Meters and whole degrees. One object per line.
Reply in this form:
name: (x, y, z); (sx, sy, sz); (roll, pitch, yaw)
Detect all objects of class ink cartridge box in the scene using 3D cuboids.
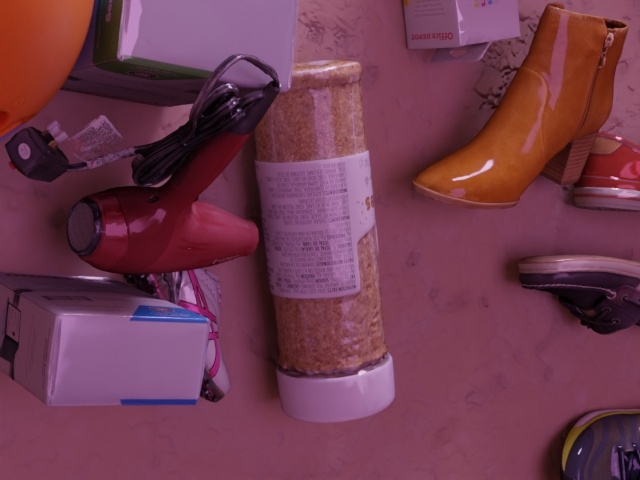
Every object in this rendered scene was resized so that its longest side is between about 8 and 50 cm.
ink cartridge box: (0.149, -0.265, 1.329); (0.090, 0.092, 0.143); (-14, 104, -31)
ink cartridge box: (-0.145, -0.176, 1.073); (0.160, 0.219, 0.093); (6, 89, -34)
ink cartridge box: (-0.204, 0.084, 1.081); (0.139, 0.190, 0.082); (5, 95, -33)

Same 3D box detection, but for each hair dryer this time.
hair dryer: (-0.117, -0.038, 1.067); (0.223, 0.293, 0.080); (-17, 68, 4)

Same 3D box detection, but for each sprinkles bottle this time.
sprinkles bottle: (0.000, 0.000, 1.246); (0.121, 0.121, 0.355); (-13, 103, -31)

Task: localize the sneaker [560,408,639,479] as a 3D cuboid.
sneaker: (0.425, 0.266, 1.557); (0.300, 0.121, 0.111); (-13, 102, -31)

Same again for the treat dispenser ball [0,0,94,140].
treat dispenser ball: (-0.312, -0.200, 0.917); (0.288, 0.288, 0.288); (-5, 98, -33)

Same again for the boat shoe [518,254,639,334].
boat shoe: (0.352, 0.069, 1.499); (0.285, 0.103, 0.092); (8, 87, -40)

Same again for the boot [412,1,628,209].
boot: (0.223, -0.155, 1.356); (0.295, 0.104, 0.211); (-14, 123, -43)

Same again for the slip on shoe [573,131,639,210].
slip on shoe: (0.457, -0.083, 1.544); (0.331, 0.123, 0.101); (2, 91, -29)

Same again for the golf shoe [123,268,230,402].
golf shoe: (-0.122, 0.071, 1.207); (0.086, 0.067, 0.186); (-32, 112, -28)
